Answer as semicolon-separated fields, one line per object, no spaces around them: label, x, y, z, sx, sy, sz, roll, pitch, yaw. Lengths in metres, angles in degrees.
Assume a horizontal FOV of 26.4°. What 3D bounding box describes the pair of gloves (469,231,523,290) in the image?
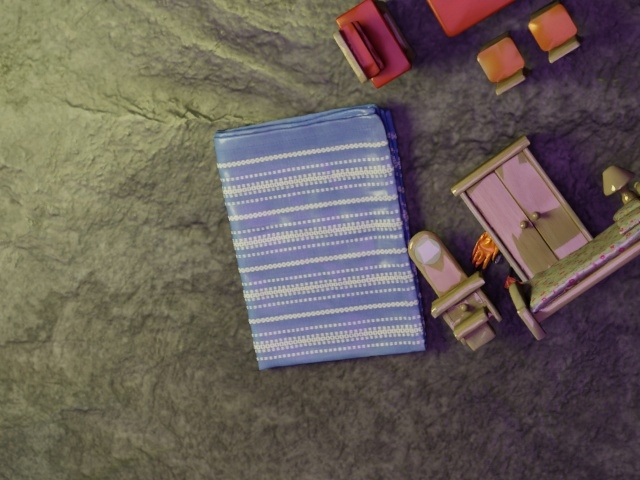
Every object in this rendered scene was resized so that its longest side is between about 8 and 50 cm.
pair of gloves;0.238;0.022;1.753;0.083;0.010;0.074;28;107;4

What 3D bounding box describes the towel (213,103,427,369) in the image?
towel;0.000;0.000;1.786;0.243;0.040;0.336;-8;102;15

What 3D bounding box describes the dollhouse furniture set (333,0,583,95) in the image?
dollhouse furniture set;0.153;-0.287;1.632;0.259;0.135;0.262;-30;95;17

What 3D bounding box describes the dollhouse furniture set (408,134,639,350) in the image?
dollhouse furniture set;0.231;0.001;1.560;0.303;0.355;0.174;-36;93;10
